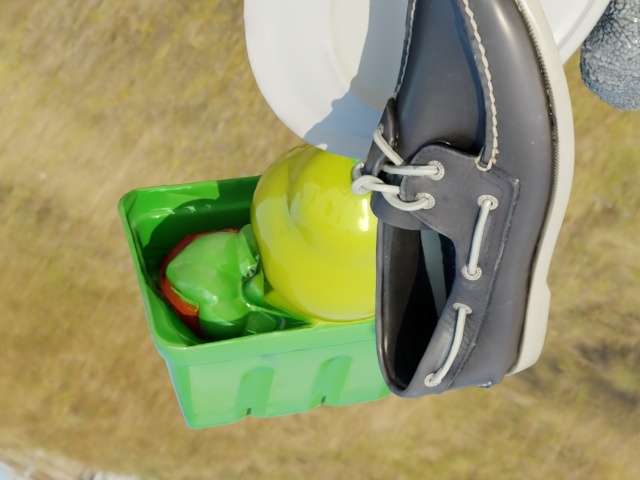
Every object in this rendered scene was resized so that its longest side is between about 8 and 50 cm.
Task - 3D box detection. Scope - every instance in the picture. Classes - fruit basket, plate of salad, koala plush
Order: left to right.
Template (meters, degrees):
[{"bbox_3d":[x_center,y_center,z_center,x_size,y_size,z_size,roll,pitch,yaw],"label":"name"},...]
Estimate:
[{"bbox_3d":[0.000,0.000,1.199,0.392,0.392,0.283,38,-161,-40],"label":"fruit basket"},{"bbox_3d":[0.053,-0.122,0.513,0.200,0.200,0.048,41,-172,-50],"label":"plate of salad"},{"bbox_3d":[0.367,-0.178,1.086,0.221,0.203,0.196,28,156,23],"label":"koala plush"}]

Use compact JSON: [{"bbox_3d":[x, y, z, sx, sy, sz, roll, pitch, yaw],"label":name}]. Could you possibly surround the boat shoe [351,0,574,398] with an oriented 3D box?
[{"bbox_3d":[0.047,-0.016,0.462,0.075,0.065,0.206,51,156,45],"label":"boat shoe"}]
